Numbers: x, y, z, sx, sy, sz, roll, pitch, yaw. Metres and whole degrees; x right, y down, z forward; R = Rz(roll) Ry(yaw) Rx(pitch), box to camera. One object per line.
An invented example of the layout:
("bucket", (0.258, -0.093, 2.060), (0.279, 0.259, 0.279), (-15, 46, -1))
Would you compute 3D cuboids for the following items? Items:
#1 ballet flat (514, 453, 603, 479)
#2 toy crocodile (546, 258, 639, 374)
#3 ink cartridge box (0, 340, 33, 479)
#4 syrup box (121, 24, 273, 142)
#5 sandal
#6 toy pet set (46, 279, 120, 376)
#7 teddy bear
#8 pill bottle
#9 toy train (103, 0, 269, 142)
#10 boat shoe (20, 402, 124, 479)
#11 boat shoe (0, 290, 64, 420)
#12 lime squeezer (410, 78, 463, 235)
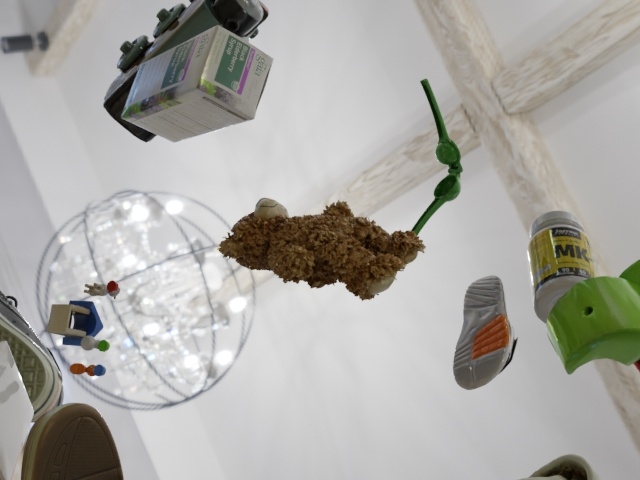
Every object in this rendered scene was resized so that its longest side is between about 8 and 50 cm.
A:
("ballet flat", (0.154, 0.356, 0.854), (0.139, 0.400, 0.139), (56, -17, 26))
("toy crocodile", (0.344, 0.091, 0.700), (0.105, 0.340, 0.115), (-55, -137, 31))
("ink cartridge box", (-0.434, 0.207, 0.787), (0.172, 0.237, 0.100), (-127, -158, -71))
("syrup box", (-0.175, -0.208, 1.074), (0.237, 0.096, 0.093), (-3, -113, 54))
("sandal", (0.299, 0.167, 1.359), (0.102, 0.265, 0.076), (-21, -60, 30))
("toy pet set", (-0.298, 0.118, 1.027), (0.114, 0.065, 0.122), (-1, -106, 28))
("teddy bear", (0.000, 0.000, 1.260), (0.338, 0.245, 0.113), (23, -48, 42))
("pill bottle", (0.433, 0.047, 1.399), (0.119, 0.208, 0.119), (4, -50, 5))
("toy train", (-0.218, -0.305, 1.272), (0.334, 0.190, 0.142), (-37, -60, 20))
("boat shoe", (-0.266, 0.303, 0.789), (0.098, 0.109, 0.302), (11, -73, 39))
("boat shoe", (-0.652, 0.161, 1.445), (0.500, 0.187, 0.156), (39, -17, 20))
("lime squeezer", (0.216, -0.140, 1.463), (0.059, 0.109, 0.310), (-175, -89, -77))
